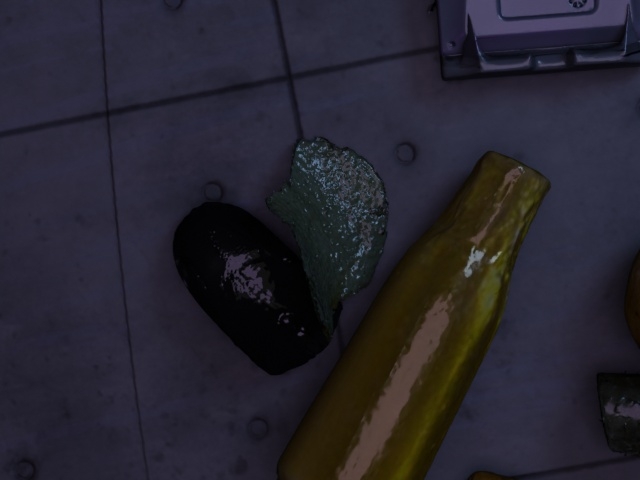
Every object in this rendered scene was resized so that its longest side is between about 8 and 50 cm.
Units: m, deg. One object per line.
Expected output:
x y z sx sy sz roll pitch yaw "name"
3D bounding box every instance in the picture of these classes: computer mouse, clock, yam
-0.075 0.050 1.825 0.122 0.073 0.217 -44 93 5 "computer mouse"
0.242 -0.275 1.779 0.253 0.083 0.186 -5 94 3 "clock"
0.394 0.197 1.805 0.183 0.107 0.107 6 95 4 "yam"

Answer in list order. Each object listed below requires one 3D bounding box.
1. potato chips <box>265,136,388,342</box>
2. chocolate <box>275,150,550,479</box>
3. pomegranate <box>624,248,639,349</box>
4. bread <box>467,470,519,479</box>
0.006 0.000 1.789 0.059 0.228 0.167 -20 123 41 "potato chips"
0.120 0.113 1.794 0.162 0.162 0.445 30 91 0 "chocolate"
0.423 0.053 1.754 0.196 0.196 0.196 0 95 2 "pomegranate"
0.246 0.339 1.840 0.200 0.077 0.116 19 87 0 "bread"
